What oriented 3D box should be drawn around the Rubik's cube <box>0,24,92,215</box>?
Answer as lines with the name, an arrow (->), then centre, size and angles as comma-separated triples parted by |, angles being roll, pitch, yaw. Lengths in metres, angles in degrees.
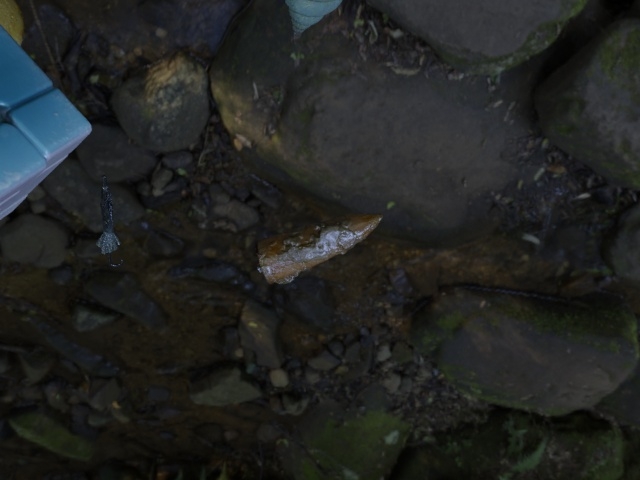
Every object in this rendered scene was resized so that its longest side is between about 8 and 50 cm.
Rubik's cube -> -0.588, -0.142, 0.760 | 0.319, 0.315, 0.321 | -26, 109, 36

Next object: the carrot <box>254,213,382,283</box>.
carrot -> 0.000, 0.000, 1.093 | 0.263, 0.101, 0.101 | -21, 136, 0

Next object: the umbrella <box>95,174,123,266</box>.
umbrella -> -0.388, -0.023, 0.998 | 0.044, 0.044, 0.269 | -2, 145, -14

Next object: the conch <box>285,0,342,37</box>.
conch -> -0.002, -0.195, 0.338 | 0.088, 0.065, 0.180 | 37, 148, 5

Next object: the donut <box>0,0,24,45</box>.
donut -> -0.685, -0.403, 1.076 | 0.217, 0.141, 0.085 | -35, 173, -10
